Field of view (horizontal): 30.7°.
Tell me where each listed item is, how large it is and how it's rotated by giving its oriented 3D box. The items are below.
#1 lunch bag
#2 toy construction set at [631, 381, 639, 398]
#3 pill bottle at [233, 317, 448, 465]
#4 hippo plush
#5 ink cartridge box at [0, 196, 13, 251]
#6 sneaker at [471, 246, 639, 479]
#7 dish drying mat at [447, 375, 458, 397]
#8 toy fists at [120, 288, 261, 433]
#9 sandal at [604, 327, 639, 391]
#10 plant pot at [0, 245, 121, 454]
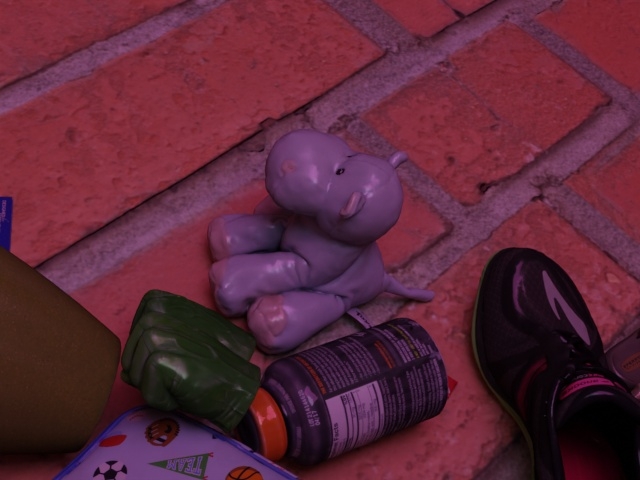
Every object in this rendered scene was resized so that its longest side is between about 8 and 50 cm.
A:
[{"bbox_3d":[-0.143,0.314,1.184,0.303,0.115,0.243,24,47,29],"label":"lunch bag"},{"bbox_3d":[0.460,0.270,1.401,0.237,0.257,0.309,-24,30,-8],"label":"toy construction set"},{"bbox_3d":[0.018,0.184,1.372,0.245,0.130,0.130,-16,59,-27],"label":"pill bottle"},{"bbox_3d":[0.000,0.000,1.443,0.294,0.237,0.234,32,50,10],"label":"hippo plush"},{"bbox_3d":[-0.564,-0.013,1.404,0.370,0.069,0.176,5,52,-16],"label":"ink cartridge box"},{"bbox_3d":[0.315,0.196,1.403,0.185,0.202,0.483,1,53,-17],"label":"sneaker"},{"bbox_3d":[0.135,0.171,1.497,0.083,0.008,0.032,31,51,9],"label":"dish drying mat"},{"bbox_3d":[-0.153,0.130,1.309,0.142,0.096,0.279,32,6,-9],"label":"toy fists"},{"bbox_3d":[0.468,0.131,1.593,0.219,0.060,0.090,-25,63,-31],"label":"sandal"},{"bbox_3d":[-0.375,0.116,1.248,0.293,0.275,0.275,23,48,-19],"label":"plant pot"}]
